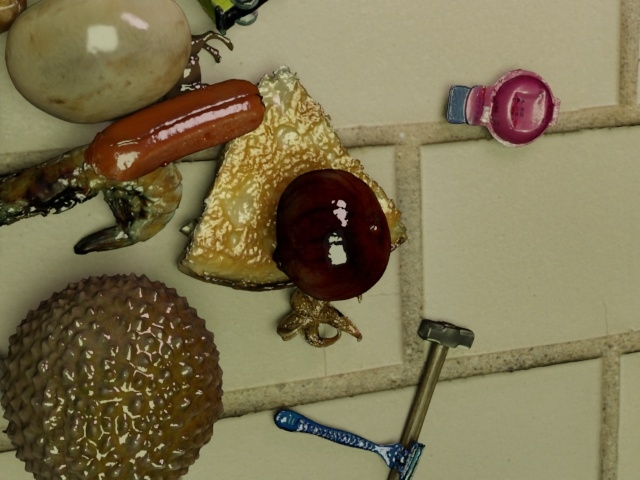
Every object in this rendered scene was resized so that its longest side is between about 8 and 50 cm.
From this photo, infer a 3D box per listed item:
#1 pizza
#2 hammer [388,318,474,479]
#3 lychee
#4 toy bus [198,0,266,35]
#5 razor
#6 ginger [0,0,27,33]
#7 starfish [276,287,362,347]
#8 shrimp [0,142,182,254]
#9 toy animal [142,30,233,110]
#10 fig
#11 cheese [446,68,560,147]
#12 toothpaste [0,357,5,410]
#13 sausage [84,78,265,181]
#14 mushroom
[{"bbox_3d":[-0.085,-0.045,2.006,0.392,0.080,0.435,-42,112,-6],"label":"pizza"},{"bbox_3d":[0.208,0.339,2.238,0.111,0.043,0.365,13,101,-24],"label":"hammer"},{"bbox_3d":[-0.341,0.254,1.825,0.381,0.432,0.380,1,128,1],"label":"lychee"},{"bbox_3d":[-0.099,-0.483,1.844,0.262,0.128,0.150,-38,88,-7],"label":"toy bus"},{"bbox_3d":[0.049,0.400,2.186,0.324,0.056,0.093,22,88,-17],"label":"razor"},{"bbox_3d":[-0.622,-0.366,1.710,0.309,0.107,0.133,2,117,-17],"label":"ginger"},{"bbox_3d":[0.010,0.143,2.082,0.190,0.074,0.146,17,109,-38],"label":"starfish"},{"bbox_3d":[-0.410,-0.050,1.868,0.365,0.071,0.233,-23,130,2],"label":"shrimp"},{"bbox_3d":[-0.245,-0.256,1.892,0.186,0.094,0.214,-11,108,-27],"label":"toy animal"},{"bbox_3d":[0.013,-0.005,1.899,0.215,0.235,0.234,9,103,15],"label":"fig"},{"bbox_3d":[0.357,-0.258,2.120,0.244,0.062,0.155,1,103,-19],"label":"cheese"},{"bbox_3d":[-0.637,0.163,1.866,0.100,0.066,0.323,-44,109,-10],"label":"toothpaste"},{"bbox_3d":[-0.234,-0.188,1.790,0.330,0.102,0.102,-27,112,-31],"label":"sausage"},{"bbox_3d":[-0.367,-0.338,1.734,0.298,0.297,0.290,-18,80,-15],"label":"mushroom"}]
